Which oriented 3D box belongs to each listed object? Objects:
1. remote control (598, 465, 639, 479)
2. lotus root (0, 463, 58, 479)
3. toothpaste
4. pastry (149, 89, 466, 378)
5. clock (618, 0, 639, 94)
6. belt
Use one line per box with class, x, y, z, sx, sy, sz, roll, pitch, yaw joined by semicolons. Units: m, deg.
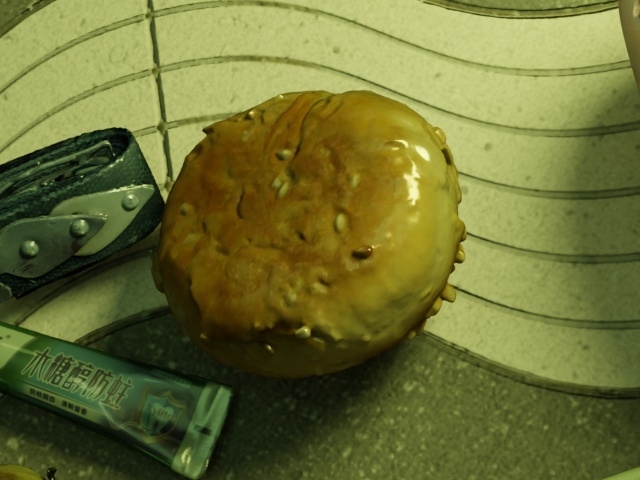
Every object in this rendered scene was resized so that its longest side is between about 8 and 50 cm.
remote control;0.320;0.232;1.516;0.309;0.038;0.090;-21;68;8
lotus root;-0.361;0.307;1.619;0.275;0.152;0.160;-20;76;10
toothpaste;-0.275;0.133;1.704;0.392;0.061;0.099;17;74;18
pastry;0.000;0.000;1.605;0.315;0.184;0.284;-6;63;35
clock;0.401;-0.129;1.429;0.250;0.368;0.377;-23;27;13
belt;-0.263;-0.019;1.726;0.218;0.128;0.122;-23;30;5
